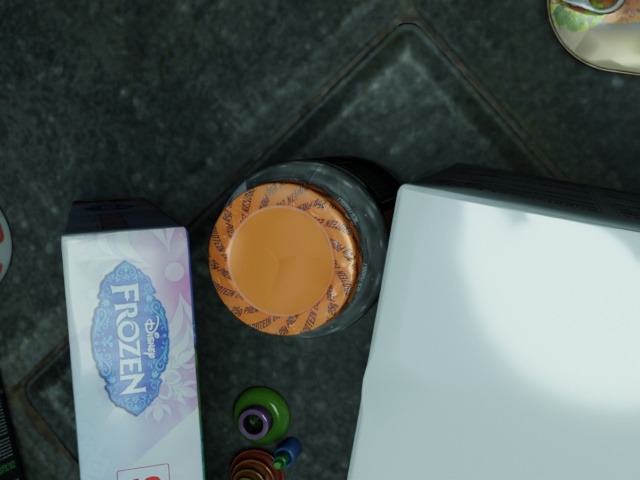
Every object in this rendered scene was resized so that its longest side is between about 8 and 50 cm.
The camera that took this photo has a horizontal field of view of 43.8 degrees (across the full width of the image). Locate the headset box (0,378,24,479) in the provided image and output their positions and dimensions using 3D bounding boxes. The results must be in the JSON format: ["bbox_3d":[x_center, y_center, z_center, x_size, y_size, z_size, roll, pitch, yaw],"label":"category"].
[{"bbox_3d":[-0.403,0.230,0.702,0.247,0.131,0.282,-15,87,12],"label":"headset box"}]

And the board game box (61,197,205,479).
[{"bbox_3d":[-0.130,0.135,0.549,0.066,0.319,0.317,-4,98,-16],"label":"board game box"}]

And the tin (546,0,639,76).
[{"bbox_3d":[0.253,-0.161,0.547,0.190,0.040,0.106,13,96,13],"label":"tin"}]

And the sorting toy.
[{"bbox_3d":[-0.051,0.177,0.667,0.061,0.042,0.101,2,97,15],"label":"sorting toy"}]

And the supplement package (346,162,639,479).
[{"bbox_3d":[0.146,0.070,0.486,0.198,0.263,0.199,12,100,13],"label":"supplement package"}]

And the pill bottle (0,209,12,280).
[{"bbox_3d":[-0.354,0.012,0.647,0.108,0.193,0.108,2,97,15],"label":"pill bottle"}]

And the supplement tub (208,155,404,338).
[{"bbox_3d":[0.000,0.000,0.553,0.117,0.190,0.116,2,97,15],"label":"supplement tub"}]
